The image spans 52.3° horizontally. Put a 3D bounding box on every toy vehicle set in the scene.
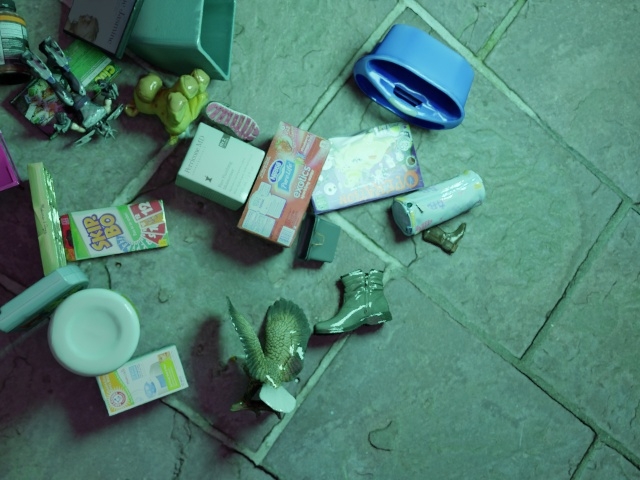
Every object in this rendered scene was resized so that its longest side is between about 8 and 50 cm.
[{"bbox_3d":[-0.661,-0.043,1.581,0.035,0.166,0.267,-9,89,-16],"label":"toy vehicle set"}]

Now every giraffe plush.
[{"bbox_3d":[-0.406,-0.367,1.688,0.170,0.210,0.181,30,42,4],"label":"giraffe plush"}]

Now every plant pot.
[{"bbox_3d":[-0.378,-0.567,1.662,0.252,0.248,0.247,4,85,9],"label":"plant pot"}]

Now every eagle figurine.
[{"bbox_3d":[-0.152,0.298,1.689,0.225,0.226,0.298,9,89,6],"label":"eagle figurine"}]

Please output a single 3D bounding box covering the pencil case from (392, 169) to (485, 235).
[{"bbox_3d":[0.340,-0.112,1.885,0.273,0.124,0.113,-21,52,-17],"label":"pencil case"}]

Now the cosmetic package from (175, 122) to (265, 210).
[{"bbox_3d":[-0.266,-0.189,1.708,0.183,0.151,0.151,23,79,-12],"label":"cosmetic package"}]

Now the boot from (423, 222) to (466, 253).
[{"bbox_3d":[0.367,-0.031,1.934,0.114,0.037,0.106,29,77,-7],"label":"boot"}]

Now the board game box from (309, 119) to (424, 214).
[{"bbox_3d":[0.114,-0.211,1.871,0.347,0.056,0.208,-15,94,-16],"label":"board game box"}]

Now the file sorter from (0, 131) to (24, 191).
[{"bbox_3d":[-0.876,-0.162,1.523,0.290,0.182,0.202,-23,93,-15],"label":"file sorter"}]

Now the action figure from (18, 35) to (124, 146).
[{"bbox_3d":[-0.614,-0.360,1.623,0.185,0.099,0.285,-49,114,-26],"label":"action figure"}]

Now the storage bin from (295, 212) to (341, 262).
[{"bbox_3d":[0.000,0.000,1.799,0.091,0.098,0.135,14,88,-24],"label":"storage bin"}]

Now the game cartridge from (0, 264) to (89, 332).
[{"bbox_3d":[-0.634,0.134,1.509,0.196,0.294,0.060,-42,94,-14],"label":"game cartridge"}]

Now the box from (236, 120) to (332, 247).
[{"bbox_3d":[-0.094,-0.142,1.728,0.154,0.142,0.300,21,88,-2],"label":"box"}]

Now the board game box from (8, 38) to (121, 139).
[{"bbox_3d":[-0.655,-0.398,1.681,0.136,0.030,0.260,43,77,-7],"label":"board game box"}]

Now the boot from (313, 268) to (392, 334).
[{"bbox_3d":[0.077,0.172,1.824,0.246,0.083,0.161,-12,82,-21],"label":"boot"}]

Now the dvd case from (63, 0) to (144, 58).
[{"bbox_3d":[-0.539,-0.569,1.615,0.022,0.253,0.180,12,105,-56],"label":"dvd case"}]

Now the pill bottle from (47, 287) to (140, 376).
[{"bbox_3d":[-0.516,0.205,1.516,0.188,0.334,0.188,1,85,-15],"label":"pill bottle"}]

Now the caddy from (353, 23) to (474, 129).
[{"bbox_3d":[0.259,-0.437,1.828,0.341,0.241,0.179,29,73,-11],"label":"caddy"}]

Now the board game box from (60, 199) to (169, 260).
[{"bbox_3d":[-0.531,-0.026,1.686,0.259,0.039,0.124,-10,88,-13],"label":"board game box"}]

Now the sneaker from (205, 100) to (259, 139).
[{"bbox_3d":[-0.242,-0.333,1.773,0.170,0.075,0.063,24,106,-33],"label":"sneaker"}]

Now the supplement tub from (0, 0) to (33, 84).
[{"bbox_3d":[-0.781,-0.495,1.614,0.106,0.106,0.198,-9,87,-16],"label":"supplement tub"}]

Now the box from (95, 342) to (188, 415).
[{"bbox_3d":[-0.450,0.348,1.643,0.203,0.103,0.114,-18,90,-16],"label":"box"}]
